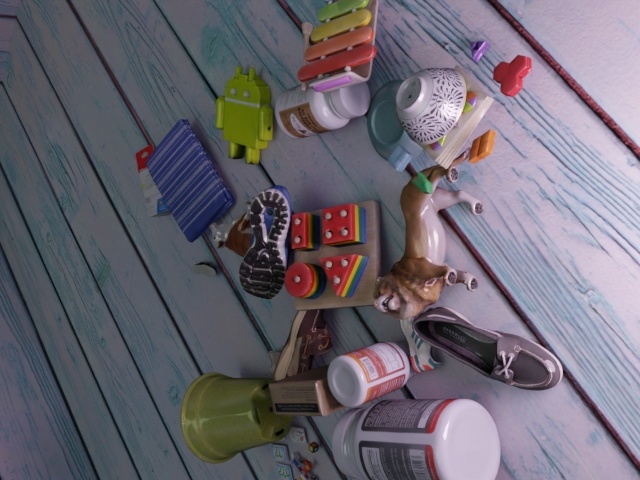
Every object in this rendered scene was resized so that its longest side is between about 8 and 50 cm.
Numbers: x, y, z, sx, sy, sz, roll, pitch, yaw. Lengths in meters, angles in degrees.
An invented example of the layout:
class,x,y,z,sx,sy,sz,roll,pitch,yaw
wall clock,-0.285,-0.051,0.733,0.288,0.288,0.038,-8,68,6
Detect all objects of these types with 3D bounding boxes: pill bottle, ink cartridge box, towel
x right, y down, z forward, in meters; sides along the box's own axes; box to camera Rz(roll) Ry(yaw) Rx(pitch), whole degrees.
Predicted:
class,x,y,z,sx,sy,sz,roll,pitch,yaw
pill bottle,0.206,0.469,1.574,0.363,0.210,0.210,-15,87,48
ink cartridge box,-0.552,-0.206,2.356,0.134,0.078,0.230,-15,87,47
pill bottle,0.006,-0.332,1.684,0.229,0.131,0.131,-6,93,47
ink cartridge box,0.021,0.371,1.735,0.193,0.235,0.088,-17,85,48
towel,-0.422,-0.190,2.198,0.243,0.040,0.336,-41,71,31
pill bottle,0.131,0.306,1.616,0.121,0.216,0.121,11,105,46

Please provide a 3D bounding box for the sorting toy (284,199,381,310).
class,x,y,z,sx,sy,sz,roll,pitch,yaw
sorting toy,0.019,0.038,1.701,0.257,0.089,0.255,-9,76,38

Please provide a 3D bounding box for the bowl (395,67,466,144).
class,x,y,z,sx,sy,sz,roll,pitch,yaw
bowl,0.209,-0.289,1.410,0.170,0.080,0.170,-24,58,45

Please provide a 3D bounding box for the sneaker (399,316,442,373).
class,x,y,z,sx,sy,sz,roll,pitch,yaw
sneaker,0.240,0.227,1.612,0.075,0.057,0.161,-19,81,29

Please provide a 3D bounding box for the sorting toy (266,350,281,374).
class,x,y,z,sx,sy,sz,roll,pitch,yaw
sorting toy,-0.138,0.366,2.055,0.075,0.045,0.083,-8,93,55

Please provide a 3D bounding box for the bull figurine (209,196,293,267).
class,x,y,z,sx,sy,sz,roll,pitch,yaw
bull figurine,-0.194,-0.009,1.989,0.310,0.101,0.188,34,115,33

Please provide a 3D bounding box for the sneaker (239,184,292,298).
class,x,y,z,sx,sy,sz,roll,pitch,yaw
sneaker,-0.127,0.005,1.820,0.130,0.147,0.329,16,115,7

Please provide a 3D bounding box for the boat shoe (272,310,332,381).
class,x,y,z,sx,sy,sz,roll,pitch,yaw
boat shoe,-0.020,0.264,1.868,0.123,0.123,0.341,25,108,8

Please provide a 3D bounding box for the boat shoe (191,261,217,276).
class,x,y,z,sx,sy,sz,roll,pitch,yaw
boat shoe,-0.374,0.093,2.255,0.125,0.038,0.046,-2,116,49

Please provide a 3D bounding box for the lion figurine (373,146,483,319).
class,x,y,z,sx,sy,sz,roll,pitch,yaw
lion figurine,0.231,-0.010,1.528,0.240,0.142,0.391,8,89,54

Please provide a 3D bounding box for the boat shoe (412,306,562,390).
class,x,y,z,sx,sy,sz,roll,pitch,yaw
boat shoe,0.341,0.236,1.461,0.335,0.096,0.112,24,113,42

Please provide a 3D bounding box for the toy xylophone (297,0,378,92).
class,x,y,z,sx,sy,sz,roll,pitch,yaw
toy xylophone,0.032,-0.464,1.575,0.236,0.081,0.322,-17,61,32

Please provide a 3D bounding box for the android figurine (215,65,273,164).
class,x,y,z,sx,sy,sz,roll,pitch,yaw
android figurine,-0.217,-0.362,1.980,0.248,0.056,0.272,24,117,43

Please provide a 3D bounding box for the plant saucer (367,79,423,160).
class,x,y,z,sx,sy,sz,roll,pitch,yaw
plant saucer,0.168,-0.274,1.591,0.195,0.037,0.194,11,105,46

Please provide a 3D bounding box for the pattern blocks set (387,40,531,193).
class,x,y,z,sx,sy,sz,roll,pitch,yaw
pattern blocks set,0.266,-0.256,1.413,0.285,0.026,0.324,44,111,51

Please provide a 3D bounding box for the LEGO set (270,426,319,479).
class,x,y,z,sx,sy,sz,roll,pitch,yaw
LEGO set,-0.086,0.646,2.042,0.244,0.060,0.182,-10,92,50

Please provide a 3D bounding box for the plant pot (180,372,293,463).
class,x,y,z,sx,sy,sz,roll,pitch,yaw
plant pot,-0.228,0.516,2.045,0.254,0.276,0.275,-17,85,36
